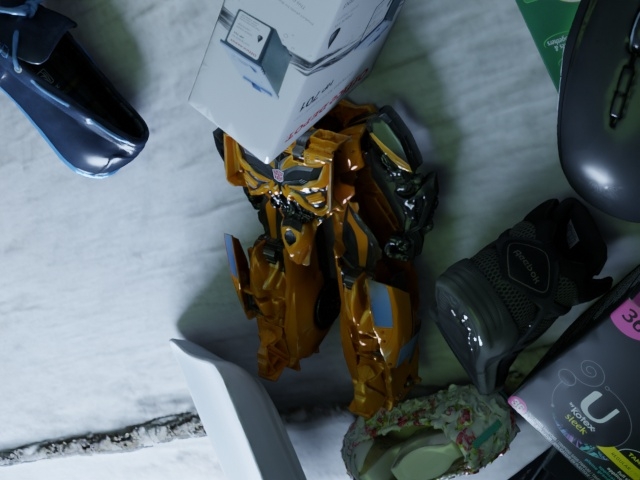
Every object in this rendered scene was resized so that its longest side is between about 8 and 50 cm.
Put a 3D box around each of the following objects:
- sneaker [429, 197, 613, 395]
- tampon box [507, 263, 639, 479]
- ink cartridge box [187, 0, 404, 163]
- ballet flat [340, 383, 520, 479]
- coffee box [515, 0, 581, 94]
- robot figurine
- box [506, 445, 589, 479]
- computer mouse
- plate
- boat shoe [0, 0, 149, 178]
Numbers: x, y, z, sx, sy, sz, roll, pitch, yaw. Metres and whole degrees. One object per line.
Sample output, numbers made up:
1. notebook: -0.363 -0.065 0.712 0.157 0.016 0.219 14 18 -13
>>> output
1. sneaker: 0.150 0.044 1.060 0.087 0.130 0.227 57 172 17
2. tampon box: 0.236 0.091 1.002 0.120 0.101 0.161 43 141 5
3. ink cartridge box: -0.002 -0.165 0.977 0.082 0.139 0.190 37 141 10
4. ballet flat: 0.076 0.184 1.249 0.091 0.077 0.241 49 142 -3
5. coffee box: 0.188 -0.141 0.901 0.113 0.040 0.184 -13 112 46
6. robot figurine: 0.000 0.000 1.158 0.211 0.085 0.291 16 132 32
7. box: 0.117 0.402 1.222 0.212 0.293 0.395 43 142 5
8. computer mouse: 0.160 -0.124 0.858 0.184 0.060 0.262 28 134 19
9. plate: -0.052 0.220 1.325 0.277 0.045 0.278 68 167 -6
10. boat shoe: -0.241 -0.174 1.244 0.089 0.109 0.258 -22 122 42
